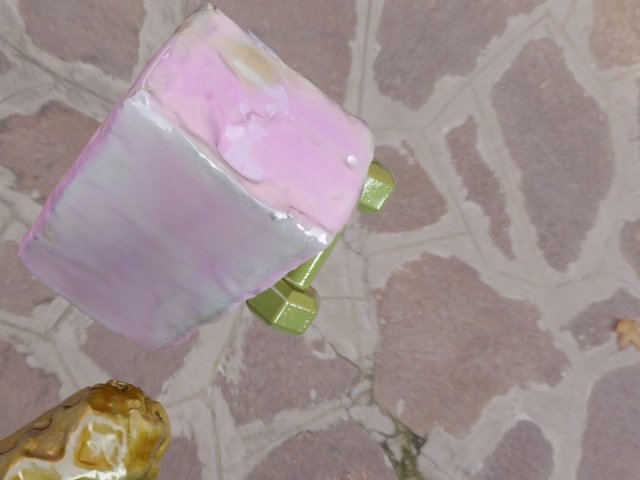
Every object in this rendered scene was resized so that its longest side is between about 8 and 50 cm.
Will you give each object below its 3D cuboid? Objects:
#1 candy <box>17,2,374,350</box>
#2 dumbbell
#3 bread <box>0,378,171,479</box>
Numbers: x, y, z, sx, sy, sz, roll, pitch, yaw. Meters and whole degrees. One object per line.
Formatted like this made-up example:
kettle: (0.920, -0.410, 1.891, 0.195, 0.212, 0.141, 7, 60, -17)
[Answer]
candy: (-0.097, -0.029, 0.602, 0.155, 0.265, 0.116, 39, 52, -14)
dumbbell: (0.000, 0.000, 1.292, 0.108, 0.121, 0.302, 30, 102, -3)
bread: (-0.240, 0.200, 0.458, 0.367, 0.084, 0.077, -36, 58, -16)
